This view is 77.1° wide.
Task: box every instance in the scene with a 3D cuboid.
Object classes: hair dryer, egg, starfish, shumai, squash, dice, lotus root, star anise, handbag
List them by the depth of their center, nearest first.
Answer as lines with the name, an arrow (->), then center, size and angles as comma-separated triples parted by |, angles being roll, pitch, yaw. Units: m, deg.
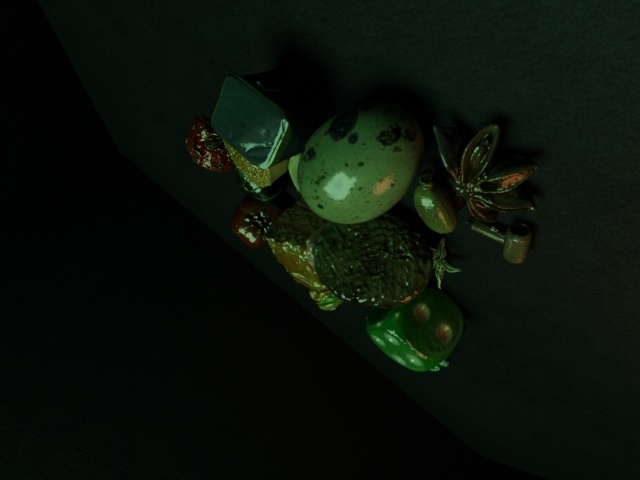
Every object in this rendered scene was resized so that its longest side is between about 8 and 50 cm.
star anise -> 0.358, -0.156, 0.965 | 0.315, 0.108, 0.315 | 37, 162, 14
lotus root -> 0.277, -0.088, 0.986 | 0.090, 0.077, 0.183 | 21, 155, 47
egg -> 0.098, -0.199, 1.054 | 0.288, 0.287, 0.379 | 42, 140, -2
hair dryer -> 0.479, -0.020, 1.096 | 0.182, 0.064, 0.117 | 32, 157, 36
handbag -> -0.139, -0.353, 1.148 | 0.263, 0.241, 0.222 | 37, 126, 12
starfish -> 0.412, 0.073, 1.372 | 0.176, 0.053, 0.208 | 43, 155, 54
shumai -> 0.197, 0.073, 1.431 | 0.398, 0.323, 0.323 | 11, 174, 17
dice -> 0.387, 0.343, 1.661 | 0.300, 0.287, 0.297 | 43, 156, -4
squash -> -0.257, -0.270, 1.708 | 0.252, 0.165, 0.252 | 44, 170, 10

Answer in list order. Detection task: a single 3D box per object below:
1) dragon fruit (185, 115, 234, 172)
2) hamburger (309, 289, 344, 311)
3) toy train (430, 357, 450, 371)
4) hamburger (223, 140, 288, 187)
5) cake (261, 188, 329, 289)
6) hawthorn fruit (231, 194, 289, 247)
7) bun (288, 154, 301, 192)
dragon fruit -> -0.528, -0.440, 1.859 | 0.317, 0.152, 0.205 | 39, 158, 4
hamburger -> 0.050, 0.258, 2.177 | 0.148, 0.237, 0.237 | 51, 157, -18
toy train -> 0.483, 0.522, 1.951 | 0.301, 0.120, 0.202 | 14, 137, 18
hamburger -> -0.242, -0.335, 1.453 | 0.302, 0.171, 0.301 | 54, 160, 30
cake -> 0.000, 0.000, 1.618 | 0.293, 0.306, 0.314 | 16, 147, 40
hawthorn fruit -> -0.289, -0.113, 1.965 | 0.287, 0.287, 0.330 | 47, -178, -15
bun -> -0.015, -0.239, 1.400 | 0.220, 0.134, 0.220 | 43, 155, 25
